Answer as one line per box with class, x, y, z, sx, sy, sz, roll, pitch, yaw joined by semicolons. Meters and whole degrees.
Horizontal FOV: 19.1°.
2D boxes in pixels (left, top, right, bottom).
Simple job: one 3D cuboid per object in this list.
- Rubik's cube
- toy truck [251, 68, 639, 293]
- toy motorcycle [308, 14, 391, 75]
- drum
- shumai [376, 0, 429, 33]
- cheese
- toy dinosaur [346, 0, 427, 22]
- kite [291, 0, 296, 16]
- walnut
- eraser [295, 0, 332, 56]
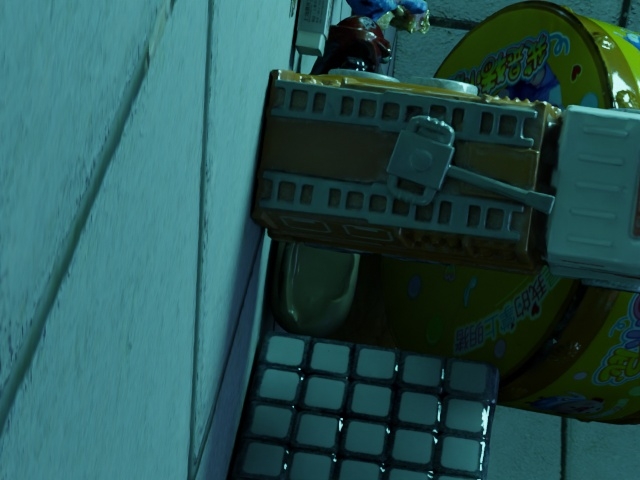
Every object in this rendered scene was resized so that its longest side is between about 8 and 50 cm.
Rubik's cube;0.038;0.254;1.819;0.237;0.237;0.238;92;6;-49
toy truck;0.138;-0.055;1.645;0.207;0.388;0.173;16;82;-81
toy motorcycle;0.016;-0.148;1.894;0.213;0.082;0.122;124;-17;-69
drum;0.253;-0.024;1.960;0.431;0.214;0.431;-34;-130;53
shumai;0.090;-0.344;2.562;0.123;0.105;0.139;89;-16;-46
cheese;0.000;0.000;1.950;0.286;0.082;0.163;-81;-178;-73
toy dinosaur;0.059;-0.319;2.148;0.144;0.076;0.329;-17;120;-50
kite;-0.010;-0.316;1.668;0.198;0.006;0.244;-67;164;-77
walnut;0.052;0.041;2.209;0.167;0.167;0.207;-78;176;-48
eraser;-0.002;-0.236;1.780;0.052;0.029;0.122;41;56;-85
